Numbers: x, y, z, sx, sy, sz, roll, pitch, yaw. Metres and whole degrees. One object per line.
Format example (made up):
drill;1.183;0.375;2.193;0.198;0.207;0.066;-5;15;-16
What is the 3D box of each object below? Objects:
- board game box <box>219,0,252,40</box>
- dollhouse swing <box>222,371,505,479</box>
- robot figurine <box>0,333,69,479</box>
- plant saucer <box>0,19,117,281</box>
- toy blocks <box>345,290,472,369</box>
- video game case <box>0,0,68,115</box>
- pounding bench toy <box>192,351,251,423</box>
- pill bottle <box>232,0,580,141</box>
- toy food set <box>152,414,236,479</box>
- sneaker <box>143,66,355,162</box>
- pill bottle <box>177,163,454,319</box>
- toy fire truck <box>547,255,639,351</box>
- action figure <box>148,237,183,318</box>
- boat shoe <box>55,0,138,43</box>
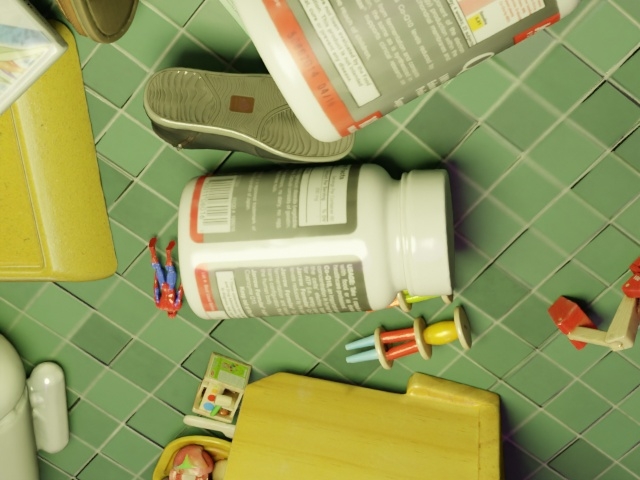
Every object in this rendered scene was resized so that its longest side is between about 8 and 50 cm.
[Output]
board game box;-0.007;-0.291;1.379;0.213;0.046;0.317;-31;113;22
dollhouse swing;0.062;0.353;1.594;0.305;0.347;0.315;-3;122;8
robot figurine;-0.452;0.240;1.676;0.300;0.200;0.353;-17;126;-26
plant saucer;-0.421;-0.076;1.547;0.333;0.081;0.333;-1;121;8
toy blocks;0.088;0.091;1.601;0.148;0.054;0.123;-15;119;17
video game case;-0.476;-0.202;1.428;0.329;0.036;0.300;-41;96;15
pounding bench toy;-0.124;0.192;1.673;0.052;0.083;0.065;20;122;-6
pill bottle;0.109;-0.258;1.238;0.363;0.210;0.210;-28;116;7
toy food set;-0.145;0.310;1.727;0.128;0.071;0.218;18;138;-7
sneaker;-0.075;-0.126;1.455;0.222;0.118;0.083;14;80;-2
pill bottle;0.000;0.000;1.492;0.283;0.161;0.161;-3;121;9
toy fire truck;0.345;0.078;1.511;0.135;0.192;0.047;-43;112;-2
action figure;-0.180;0.048;1.624;0.038;0.030;0.115;6;128;10
boat shoe;-0.260;-0.343;1.354;0.104;0.111;0.307;11;126;30
